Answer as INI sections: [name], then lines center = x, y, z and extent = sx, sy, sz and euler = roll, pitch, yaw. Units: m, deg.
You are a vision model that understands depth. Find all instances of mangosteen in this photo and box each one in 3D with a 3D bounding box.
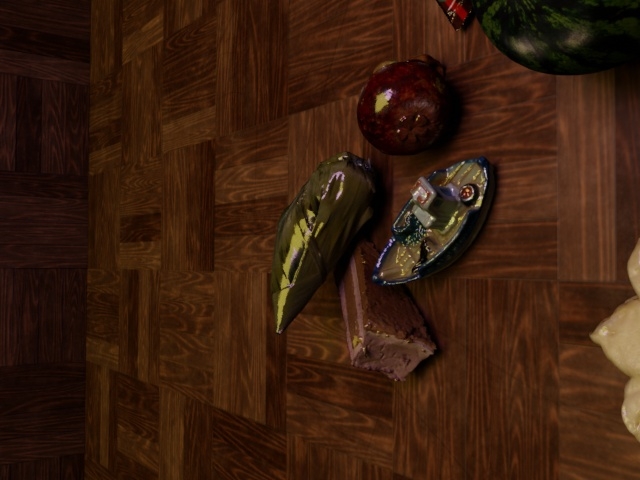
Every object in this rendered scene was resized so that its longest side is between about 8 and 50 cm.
[mangosteen]
center = 0.130, -0.212, 1.120
extent = 0.181, 0.156, 0.145
euler = -106, 1, -71

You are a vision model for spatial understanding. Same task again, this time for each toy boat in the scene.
[toy boat]
center = 0.160, -0.025, 1.073
extent = 0.262, 0.115, 0.114
euler = -60, 44, 34

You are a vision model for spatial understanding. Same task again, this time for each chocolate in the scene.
[chocolate]
center = 0.199, -0.410, 1.111
extent = 0.182, 0.028, 0.086
euler = 64, 143, 35

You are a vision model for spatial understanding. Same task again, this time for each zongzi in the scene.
[zongzi]
center = 0.000, 0.000, 1.217
extent = 0.250, 0.125, 0.274
euler = -51, 19, 43

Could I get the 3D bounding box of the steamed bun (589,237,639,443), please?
[steamed bun]
center = 0.421, 0.108, 0.693
extent = 0.295, 0.137, 0.291
euler = -5, 85, 60

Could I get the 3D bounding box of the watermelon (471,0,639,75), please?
[watermelon]
center = 0.293, -0.312, 0.781
extent = 0.269, 0.269, 0.268
euler = -3, 86, 54

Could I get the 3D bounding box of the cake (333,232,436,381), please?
[cake]
center = 0.077, 0.104, 1.201
extent = 0.115, 0.113, 0.295
euler = -64, 30, 29
